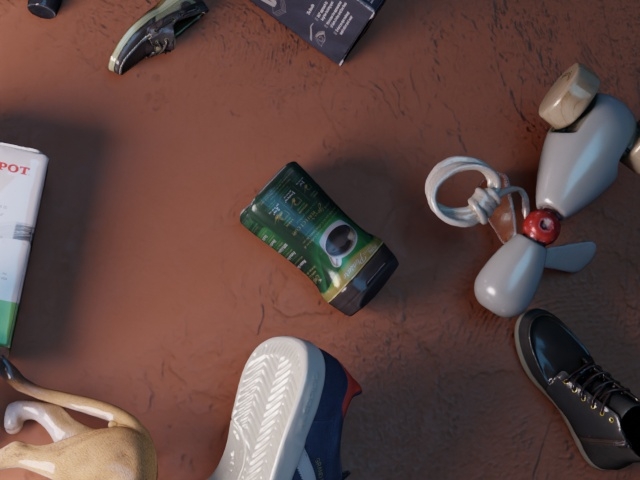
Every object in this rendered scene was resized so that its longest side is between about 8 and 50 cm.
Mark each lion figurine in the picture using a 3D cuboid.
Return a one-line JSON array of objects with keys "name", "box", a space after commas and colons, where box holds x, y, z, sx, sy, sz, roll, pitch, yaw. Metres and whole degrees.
[{"name": "lion figurine", "box": [-0.226, 0.309, 1.146, 0.240, 0.142, 0.392, -3, 83, 7]}]

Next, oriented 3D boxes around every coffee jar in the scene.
[{"name": "coffee jar", "box": [0.000, 0.000, 1.343, 0.184, 0.079, 0.096, 43, 66, 0]}]

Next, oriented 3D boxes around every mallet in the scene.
[{"name": "mallet", "box": [-0.394, -0.325, 1.348, 0.189, 0.039, 0.062, 21, 71, -5]}]

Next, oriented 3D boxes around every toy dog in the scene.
[{"name": "toy dog", "box": [0.290, -0.065, 1.426, 0.333, 0.161, 0.220, -36, 90, -6]}]

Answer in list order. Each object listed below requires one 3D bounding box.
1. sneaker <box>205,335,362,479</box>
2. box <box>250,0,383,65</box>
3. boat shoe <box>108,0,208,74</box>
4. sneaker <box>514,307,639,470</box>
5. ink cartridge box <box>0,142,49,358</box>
[{"name": "sneaker", "box": [-0.051, 0.286, 1.240, 0.148, 0.131, 0.350, 29, 84, -46]}, {"name": "box", "box": [0.004, -0.321, 1.387, 0.158, 0.156, 0.093, 35, 69, -4]}, {"name": "boat shoe", "box": [-0.194, -0.251, 1.369, 0.049, 0.056, 0.152, 39, 69, 3]}, {"name": "sneaker", "box": [0.327, 0.170, 1.365, 0.083, 0.118, 0.222, -31, 85, -20]}, {"name": "ink cartridge box", "box": [-0.394, 0.003, 1.227, 0.160, 0.092, 0.220, 12, 73, -12]}]
